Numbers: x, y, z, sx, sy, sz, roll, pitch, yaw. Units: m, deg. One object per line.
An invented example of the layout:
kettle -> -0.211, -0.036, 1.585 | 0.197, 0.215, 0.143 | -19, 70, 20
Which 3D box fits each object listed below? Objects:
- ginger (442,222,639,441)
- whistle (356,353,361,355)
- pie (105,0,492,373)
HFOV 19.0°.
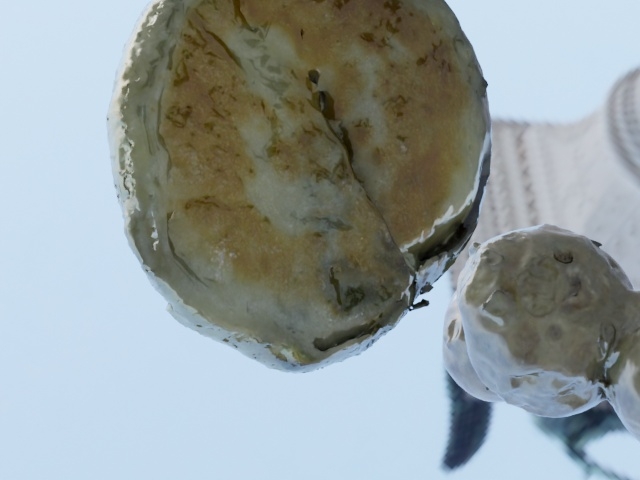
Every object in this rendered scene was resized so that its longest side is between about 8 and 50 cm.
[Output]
ginger -> 0.275, 0.101, 1.784 | 0.375, 0.256, 0.176 | 16, -110, 24
whistle -> 0.000, 0.000, 1.645 | 0.092, 0.110, 0.244 | 2, -130, -26
pie -> -0.012, -0.067, 1.404 | 0.339, 0.077, 0.339 | 3, -97, -30
